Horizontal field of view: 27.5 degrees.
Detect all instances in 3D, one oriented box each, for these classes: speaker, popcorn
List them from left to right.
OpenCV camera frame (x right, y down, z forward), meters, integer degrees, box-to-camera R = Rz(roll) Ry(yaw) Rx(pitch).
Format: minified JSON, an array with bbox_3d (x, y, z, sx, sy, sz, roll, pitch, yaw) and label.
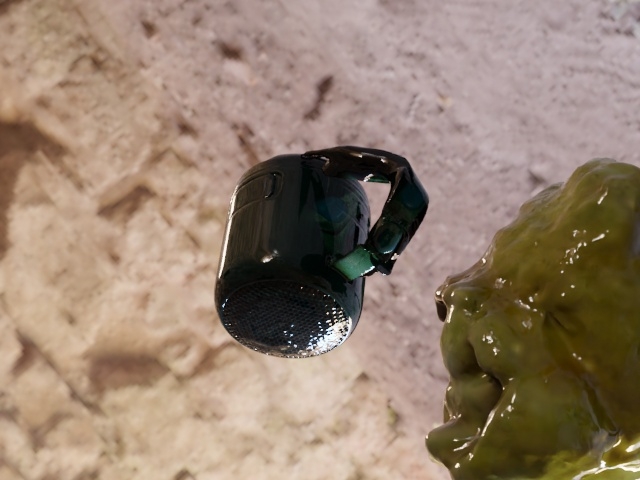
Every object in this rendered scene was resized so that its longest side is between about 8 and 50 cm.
[{"bbox_3d":[-0.003,-0.003,0.519,0.060,0.075,0.094,21,137,-16],"label":"speaker"},{"bbox_3d":[0.230,0.119,1.130,0.293,0.292,0.334,-12,145,23],"label":"popcorn"}]
